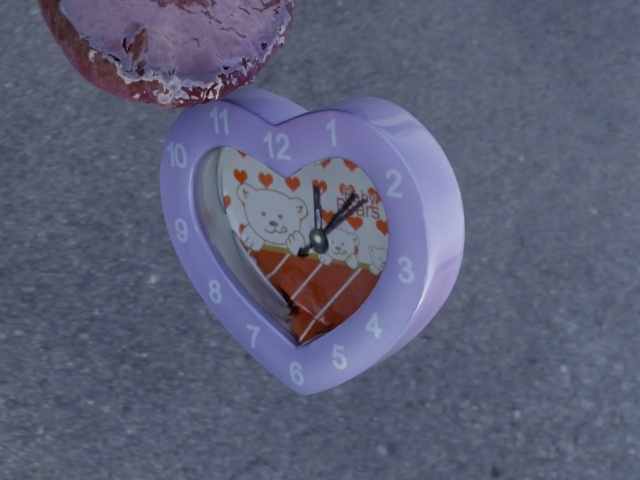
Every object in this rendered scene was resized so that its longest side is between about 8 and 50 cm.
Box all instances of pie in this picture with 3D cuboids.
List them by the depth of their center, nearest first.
[{"bbox_3d":[-0.085,-0.140,0.744,0.154,0.036,0.154,5,62,-10],"label":"pie"}]

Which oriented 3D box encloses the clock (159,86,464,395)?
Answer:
[{"bbox_3d":[0.000,0.000,0.769,0.064,0.198,0.172,-24,115,-45],"label":"clock"}]
